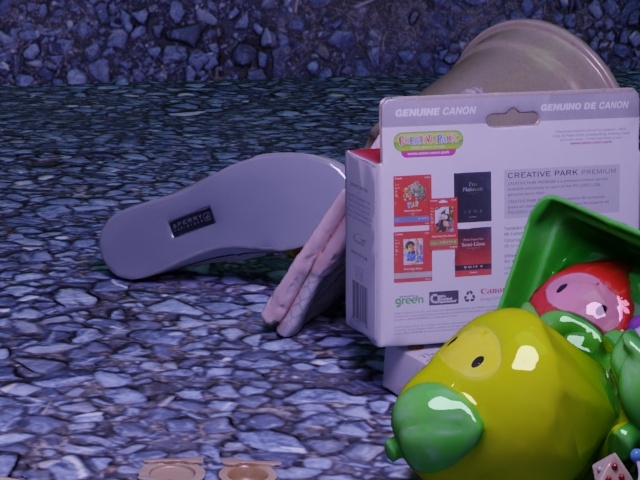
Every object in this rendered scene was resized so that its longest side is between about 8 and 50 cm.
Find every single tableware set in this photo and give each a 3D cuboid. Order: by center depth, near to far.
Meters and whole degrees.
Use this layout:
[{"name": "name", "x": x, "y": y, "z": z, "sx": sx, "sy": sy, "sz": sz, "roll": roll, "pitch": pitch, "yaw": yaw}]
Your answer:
[{"name": "tableware set", "x": -0.110, "y": 0.229, "z": 1.505, "sx": 0.141, "sy": 0.020, "sz": 0.168, "roll": 4, "pitch": 15, "yaw": 7}]

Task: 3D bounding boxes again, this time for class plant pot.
[{"name": "plant pot", "x": 0.234, "y": -0.125, "z": 2.401, "sx": 0.334, "sy": 0.333, "sz": 0.305, "roll": 15, "pitch": 30, "yaw": 40}]

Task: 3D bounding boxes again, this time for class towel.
[{"name": "towel", "x": 0.076, "y": -0.043, "z": 2.058, "sx": 0.053, "sy": 0.317, "sz": 0.332, "roll": 38, "pitch": 23, "yaw": 9}]

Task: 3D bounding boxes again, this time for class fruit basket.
[{"name": "fruit basket", "x": 0.245, "y": 0.119, "z": 1.565, "sx": 0.392, "sy": 0.283, "sz": 0.392, "roll": 18, "pitch": 7, "yaw": -2}]

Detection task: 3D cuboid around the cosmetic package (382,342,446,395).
[{"name": "cosmetic package", "x": 0.196, "y": 0.136, "z": 1.825, "sx": 0.239, "sy": 0.060, "sz": 0.099, "roll": -6, "pitch": 16, "yaw": -30}]

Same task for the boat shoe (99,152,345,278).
[{"name": "boat shoe", "x": -0.103, "y": -0.028, "z": 2.198, "sx": 0.367, "sy": 0.135, "sz": 0.156, "roll": -18, "pitch": -2, "yaw": 20}]

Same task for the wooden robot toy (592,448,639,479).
[{"name": "wooden robot toy", "x": 0.281, "y": 0.249, "z": 1.370, "sx": 0.173, "sy": 0.076, "sz": 0.079, "roll": 37, "pitch": 39, "yaw": 24}]

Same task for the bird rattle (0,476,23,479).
[{"name": "bird rattle", "x": -0.237, "y": 0.233, "z": 1.288, "sx": 0.207, "sy": 0.143, "sz": 0.253, "roll": 11, "pitch": 8, "yaw": -44}]

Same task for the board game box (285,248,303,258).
[{"name": "board game box", "x": 0.000, "y": 0.000, "z": 2.345, "sx": 0.092, "sy": 0.043, "sz": 0.181, "roll": -5, "pitch": 17, "yaw": -29}]

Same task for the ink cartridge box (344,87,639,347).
[{"name": "ink cartridge box", "x": 0.191, "y": -0.035, "z": 1.825, "sx": 0.309, "sy": 0.271, "sz": 0.130, "roll": -3, "pitch": 10, "yaw": -16}]
